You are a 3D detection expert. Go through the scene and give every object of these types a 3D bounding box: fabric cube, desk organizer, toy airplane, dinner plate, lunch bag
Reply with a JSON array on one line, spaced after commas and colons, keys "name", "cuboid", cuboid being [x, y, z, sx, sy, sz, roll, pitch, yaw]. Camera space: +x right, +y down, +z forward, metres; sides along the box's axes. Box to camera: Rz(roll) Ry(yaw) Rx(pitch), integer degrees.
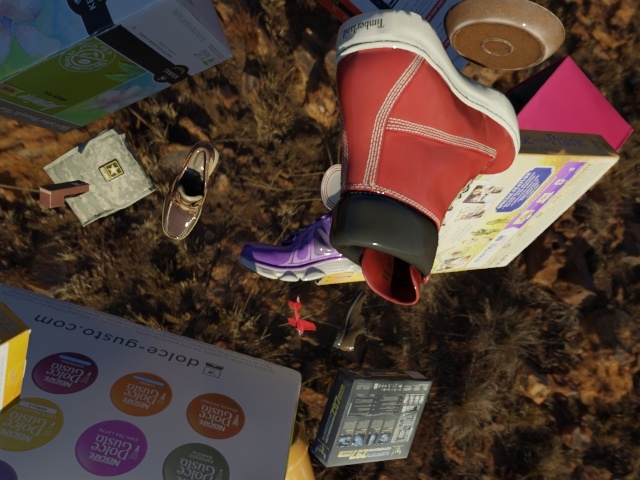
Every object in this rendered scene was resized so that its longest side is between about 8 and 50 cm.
[{"name": "fabric cube", "cuboid": [0.586, -0.271, 1.369, 0.258, 0.259, 0.254, 43, 78, -8]}, {"name": "desk organizer", "cuboid": [-0.711, -0.131, 1.437, 0.047, 0.130, 0.050, 19, 112, 21]}, {"name": "toy airplane", "cuboid": [-0.075, 0.266, 1.779, 0.028, 0.151, 0.151, -12, 79, -39]}, {"name": "dinner plate", "cuboid": [0.052, -0.162, 1.581, 0.017, 0.141, 0.141, 0, 75, -42]}, {"name": "lunch bag", "cuboid": [-0.707, -0.211, 1.687, 0.236, 0.286, 0.169, 62, 25, -16]}]

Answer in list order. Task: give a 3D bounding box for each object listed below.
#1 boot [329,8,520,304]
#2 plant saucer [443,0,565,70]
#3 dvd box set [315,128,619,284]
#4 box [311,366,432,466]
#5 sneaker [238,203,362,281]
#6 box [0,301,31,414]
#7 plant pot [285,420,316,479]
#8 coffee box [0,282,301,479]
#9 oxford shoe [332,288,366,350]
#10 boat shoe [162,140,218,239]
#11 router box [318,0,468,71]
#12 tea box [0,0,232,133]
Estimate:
[{"name": "boot", "cuboid": [0.089, -0.038, 0.403, 0.244, 0.088, 0.177, 11, 80, -51]}, {"name": "plant saucer", "cuboid": [0.254, -0.286, 0.734, 0.168, 0.168, 0.029, 18, 85, -10]}, {"name": "dvd box set", "cuboid": [0.220, -0.049, 0.825, 0.419, 0.308, 0.062, -4, 55, -26]}, {"name": "box", "cuboid": [0.110, 0.356, 1.051, 0.232, 0.059, 0.184, 12, 97, -37]}, {"name": "sneaker", "cuboid": [0.000, 0.000, 0.531, 0.169, 0.068, 0.071, -7, 98, -6]}, {"name": "box", "cuboid": [-0.212, 0.092, 0.246, 0.028, 0.081, 0.136, 41, 37, 11]}, {"name": "plant pot", "cuboid": [-0.106, 0.674, 1.523, 0.205, 0.205, 0.188, -30, 99, -19]}, {"name": "coffee box", "cuboid": [-0.231, 0.297, 0.438, 0.337, 0.334, 0.339, 16, 115, -3]}, {"name": "oxford shoe", "cuboid": [0.125, 0.282, 1.819, 0.096, 0.083, 0.228, 21, 76, 3]}, {"name": "boat shoe", "cuboid": [-0.422, -0.150, 1.638, 0.123, 0.123, 0.342, 25, 103, -11]}, {"name": "router box", "cuboid": [0.194, -0.480, 0.911, 0.301, 0.082, 0.336, 39, 84, -10]}, {"name": "tea box", "cuboid": [-0.352, -0.375, 0.723, 0.323, 0.220, 0.329, -22, 87, 10]}]
